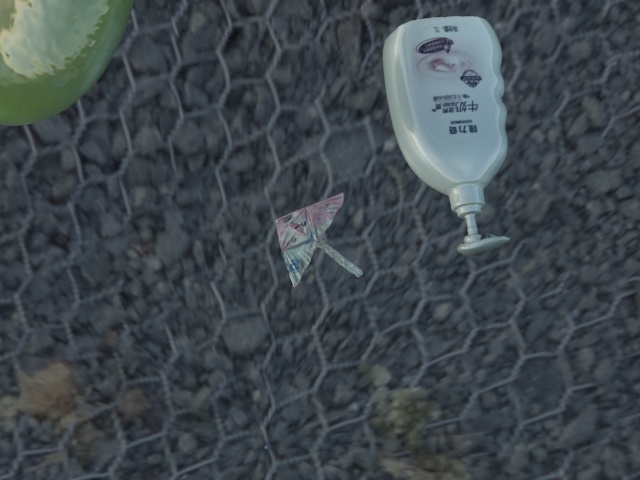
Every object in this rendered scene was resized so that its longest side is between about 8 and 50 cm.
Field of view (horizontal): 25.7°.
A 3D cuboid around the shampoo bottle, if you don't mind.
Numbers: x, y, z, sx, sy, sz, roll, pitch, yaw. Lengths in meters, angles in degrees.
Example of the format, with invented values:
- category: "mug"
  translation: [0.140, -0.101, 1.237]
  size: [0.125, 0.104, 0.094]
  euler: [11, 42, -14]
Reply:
- category: "shampoo bottle"
  translation: [0.083, -0.062, 0.874]
  size: [0.077, 0.045, 0.152]
  euler: [-3, 74, -10]

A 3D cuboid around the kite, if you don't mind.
- category: "kite"
  translation: [0.000, 0.000, 1.784]
  size: [0.152, 0.005, 0.137]
  euler: [26, 87, 31]

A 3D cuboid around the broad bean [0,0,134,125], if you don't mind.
- category: "broad bean"
  translation: [-0.182, -0.151, 0.817]
  size: [0.228, 0.100, 0.169]
  euler: [-8, 87, 39]
